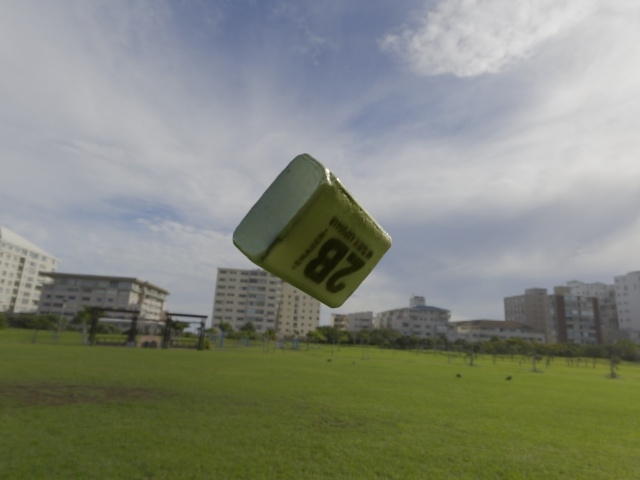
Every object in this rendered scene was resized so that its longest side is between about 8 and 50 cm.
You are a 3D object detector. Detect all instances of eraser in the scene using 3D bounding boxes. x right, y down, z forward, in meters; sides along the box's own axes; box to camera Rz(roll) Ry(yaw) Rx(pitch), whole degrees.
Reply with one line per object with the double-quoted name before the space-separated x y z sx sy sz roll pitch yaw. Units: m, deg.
"eraser" 0.000 0.000 0.447 0.058 0.117 0.172 42 2 39
